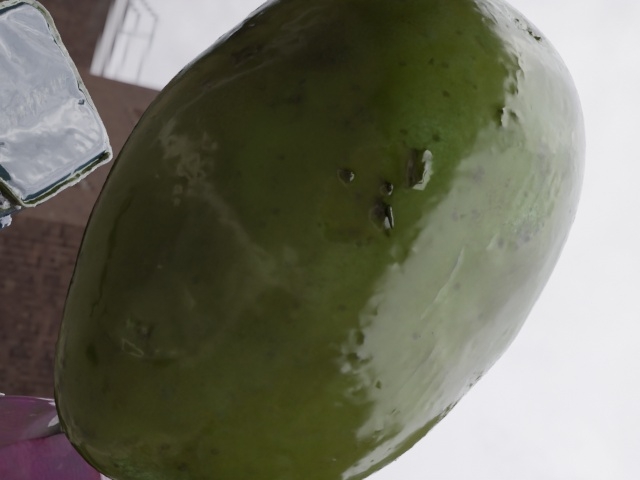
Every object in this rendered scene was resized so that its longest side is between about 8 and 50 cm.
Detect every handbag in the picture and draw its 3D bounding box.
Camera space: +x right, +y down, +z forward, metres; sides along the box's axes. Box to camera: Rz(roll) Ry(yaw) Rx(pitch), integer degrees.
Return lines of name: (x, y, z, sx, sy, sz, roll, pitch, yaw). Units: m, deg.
handbag: (-0.370, -0.096, 1.339, 0.241, 0.263, 0.222, -23, -81, 20)

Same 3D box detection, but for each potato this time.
potato: (0.000, 0.000, 0.698, 0.304, 0.216, 0.216, -50, -146, -3)

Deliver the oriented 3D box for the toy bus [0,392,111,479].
toy bus: (-0.164, 0.170, 0.956, 0.302, 0.147, 0.128, 43, 47, -74)
